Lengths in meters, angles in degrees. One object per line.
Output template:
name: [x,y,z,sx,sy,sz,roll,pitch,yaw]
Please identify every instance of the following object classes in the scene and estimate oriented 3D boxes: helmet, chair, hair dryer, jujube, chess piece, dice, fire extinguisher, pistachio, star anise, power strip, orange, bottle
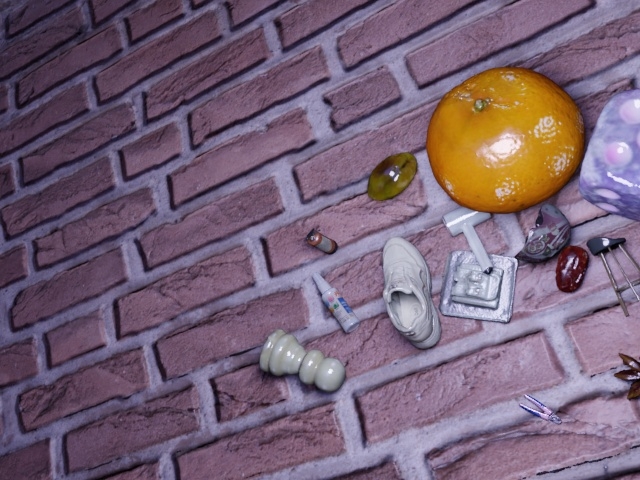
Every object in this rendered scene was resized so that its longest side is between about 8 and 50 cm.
helmet: [0.617,-0.005,1.778,0.107,0.153,0.177,29,88,14]
chair: [0.798,0.079,1.711,0.095,0.104,0.222,-23,71,-11]
hair dryer: [0.447,-0.006,1.864,0.131,0.073,0.236,-27,51,14]
jujube: [0.678,0.078,1.770,0.077,0.077,0.129,18,93,26]
chess piece: [-0.043,0.377,1.975,0.251,0.144,0.144,20,85,22]
dice: [0.834,-0.207,1.662,0.271,0.270,0.270,21,85,27]
fire extinguisher: [0.000,0.000,2.025,0.062,0.177,0.050,-34,65,13]
pistachio: [0.223,-0.195,2.021,0.189,0.100,0.110,-37,62,9]
star anise: [0.828,0.338,1.644,0.168,0.057,0.168,-7,73,22]
power strip: [0.446,0.125,1.862,0.213,0.064,0.198,5,80,24]
orange: [0.493,-0.279,1.774,0.424,0.326,0.424,-17,49,20]
bottle: [0.041,0.187,2.025,0.060,0.060,0.217,-42,66,9]

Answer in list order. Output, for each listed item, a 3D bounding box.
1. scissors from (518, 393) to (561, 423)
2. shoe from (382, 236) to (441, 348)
scissors: [0.589,0.455,1.742,0.113,0.012,0.039,30,90,27]
shoe: [0.243,0.134,1.866,0.132,0.210,0.342,-20,69,18]
